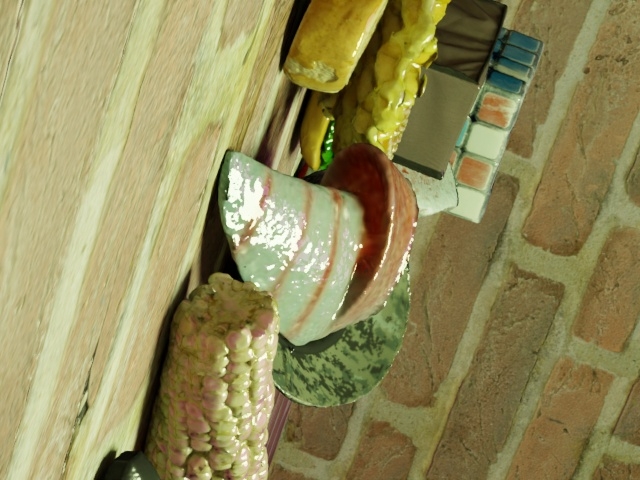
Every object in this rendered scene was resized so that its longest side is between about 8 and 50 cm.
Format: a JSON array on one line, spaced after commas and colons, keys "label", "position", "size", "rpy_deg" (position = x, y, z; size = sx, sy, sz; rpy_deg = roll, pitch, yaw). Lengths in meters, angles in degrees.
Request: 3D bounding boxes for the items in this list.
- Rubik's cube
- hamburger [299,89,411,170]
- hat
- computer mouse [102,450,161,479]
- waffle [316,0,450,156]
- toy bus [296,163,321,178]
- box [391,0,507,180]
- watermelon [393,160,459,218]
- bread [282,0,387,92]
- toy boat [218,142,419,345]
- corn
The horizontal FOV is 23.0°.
[{"label": "Rubik's cube", "position": [0.201, -0.221, 2.601], "size": [0.256, 0.259, 0.253], "rpy_deg": [-63, 174, -57]}, {"label": "hamburger", "position": [0.041, -0.145, 1.813], "size": [0.162, 0.115, 0.162], "rpy_deg": [20, 90, -85]}, {"label": "hat", "position": [-0.031, 0.047, 1.626], "size": [0.265, 0.128, 0.265], "rpy_deg": [-6, 97, -52]}, {"label": "computer mouse", "position": [-0.169, 0.247, 1.335], "size": [0.099, 0.057, 0.172], "rpy_deg": [-63, 174, -50]}, {"label": "waffle", "position": [0.069, -0.229, 1.615], "size": [0.307, 0.060, 0.311], "rpy_deg": [-115, -137, -68]}, {"label": "toy bus", "position": [0.000, 0.000, 1.953], "size": [0.121, 0.120, 0.265], "rpy_deg": [106, 6, -50]}, {"label": "box", "position": [0.129, -0.232, 2.089], "size": [0.252, 0.188, 0.153], "rpy_deg": [-61, 171, -53]}, {"label": "watermelon", "position": [0.117, -0.117, 2.307], "size": [0.319, 0.214, 0.289], "rpy_deg": [-59, 176, 10]}, {"label": "bread", "position": [0.012, -0.200, 1.474], "size": [0.122, 0.073, 0.149], "rpy_deg": [-64, -179, -13]}, {"label": "toy boat", "position": [-0.019, -0.006, 1.445], "size": [0.282, 0.096, 0.206], "rpy_deg": [18, 95, -59]}, {"label": "corn", "position": [-0.100, 0.164, 1.457], "size": [0.335, 0.127, 0.126], "rpy_deg": [101, 9, -50]}]
